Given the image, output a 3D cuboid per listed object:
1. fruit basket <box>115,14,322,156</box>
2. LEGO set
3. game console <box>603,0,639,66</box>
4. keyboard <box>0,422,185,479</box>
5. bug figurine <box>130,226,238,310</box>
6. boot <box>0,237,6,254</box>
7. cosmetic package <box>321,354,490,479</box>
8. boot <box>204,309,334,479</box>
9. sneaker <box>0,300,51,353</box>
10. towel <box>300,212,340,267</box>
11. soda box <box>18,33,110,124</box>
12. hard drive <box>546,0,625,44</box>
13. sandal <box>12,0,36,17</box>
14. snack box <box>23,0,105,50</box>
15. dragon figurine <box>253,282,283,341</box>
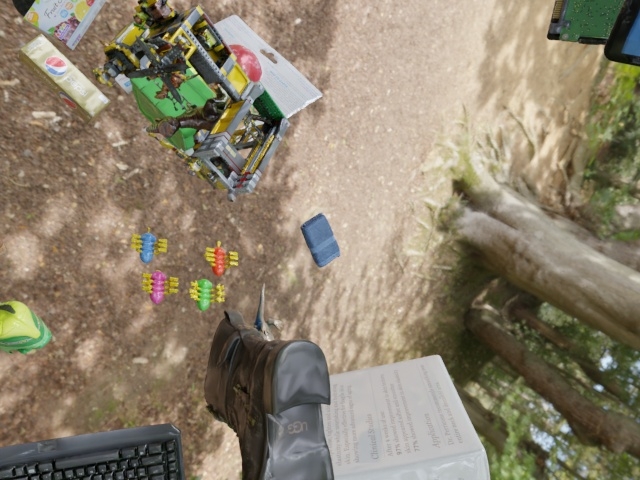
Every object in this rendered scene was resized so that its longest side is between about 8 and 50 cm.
[{"bbox_3d":[-0.229,-0.349,1.115,0.353,0.327,0.165,-39,166,-29],"label":"fruit basket"},{"bbox_3d":[-0.222,-0.197,0.784,0.331,0.255,0.192,58,47,-45],"label":"LEGO set"},{"bbox_3d":[0.358,-0.210,0.430,0.124,0.144,0.085,1,104,-79],"label":"game console"},{"bbox_3d":[-0.328,0.346,0.600,0.033,0.317,0.202,-152,-123,-78],"label":"keyboard"},{"bbox_3d":[-0.360,0.076,1.259,0.279,0.216,0.072,13,140,-25],"label":"bug figurine"},{"bbox_3d":[-0.725,-0.064,0.855,0.283,0.109,0.220,1,104,-32],"label":"boot"},{"bbox_3d":[0.123,0.495,1.026,0.329,0.393,0.327,-90,168,-72],"label":"cosmetic package"},{"bbox_3d":[-0.080,0.218,0.571,0.091,0.229,0.263,13,78,-31],"label":"boot"},{"bbox_3d":[-0.670,0.194,1.024,0.123,0.295,0.109,53,52,-32],"label":"sneaker"},{"bbox_3d":[0.000,0.000,1.080,0.067,0.029,0.119,-32,125,-14],"label":"towel"},{"bbox_3d":[-0.544,-0.340,1.029,0.181,0.061,0.058,47,62,-22],"label":"soda box"},{"bbox_3d":[0.511,-0.381,0.646,0.064,0.339,0.237,-51,148,-56],"label":"hard drive"},{"bbox_3d":[-0.586,-0.706,1.181,0.445,0.107,0.167,-36,129,22],"label":"sandal"},{"bbox_3d":[-0.530,-0.485,1.007,0.141,0.100,0.037,-60,-177,-5],"label":"snack box"},{"bbox_3d":[-0.179,0.277,1.396,0.085,0.144,0.289,-26,102,-50],"label":"dragon figurine"}]
